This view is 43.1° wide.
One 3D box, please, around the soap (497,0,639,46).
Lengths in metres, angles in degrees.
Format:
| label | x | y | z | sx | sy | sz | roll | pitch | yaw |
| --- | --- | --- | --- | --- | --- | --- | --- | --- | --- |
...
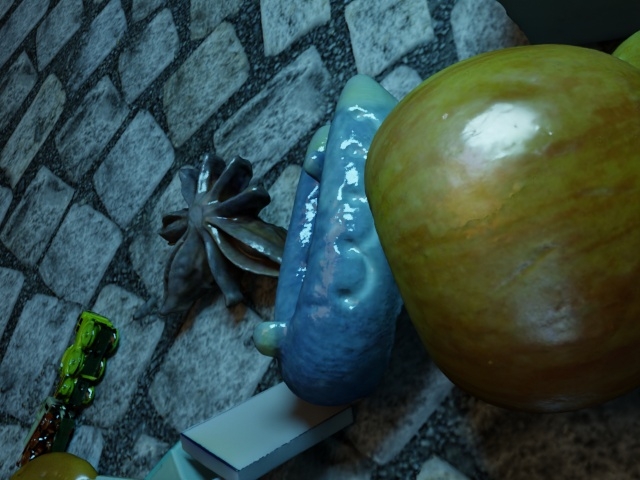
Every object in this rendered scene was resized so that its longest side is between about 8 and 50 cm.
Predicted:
| label | x | y | z | sx | sy | sz | roll | pitch | yaw |
| --- | --- | --- | --- | --- | --- | --- | --- | --- | --- |
| soap | 0.306 | -0.424 | 0.744 | 0.350 | 0.213 | 0.434 | -11 | 62 | 43 |

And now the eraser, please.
| label | x | y | z | sx | sy | sz | roll | pitch | yaw |
| --- | --- | --- | --- | --- | --- | --- | --- | --- | --- |
| eraser | -0.055 | 0.192 | 0.832 | 0.104 | 0.150 | 0.023 | 14 | 117 | 47 |

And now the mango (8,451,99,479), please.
| label | x | y | z | sx | sy | sz | roll | pitch | yaw |
| --- | --- | --- | --- | --- | --- | --- | --- | --- | --- |
| mango | -0.347 | 0.338 | 1.081 | 0.160 | 0.084 | 0.105 | 0 | 52 | 23 |

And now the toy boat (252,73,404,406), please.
| label | x | y | z | sx | sy | sz | roll | pitch | yaw |
| --- | --- | --- | --- | --- | --- | --- | --- | --- | --- |
| toy boat | 0.000 | 0.000 | 0.819 | 0.215 | 0.123 | 0.329 | 138 | 139 | -67 |

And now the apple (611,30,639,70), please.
| label | x | y | z | sx | sy | sz | roll | pitch | yaw |
| --- | --- | --- | --- | --- | --- | --- | --- | --- | --- |
| apple | 0.295 | -0.136 | 0.681 | 0.114 | 0.099 | 0.102 | -38 | 4 | -12 |

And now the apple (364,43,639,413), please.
| label | x | y | z | sx | sy | sz | roll | pitch | yaw |
| --- | --- | --- | --- | --- | --- | --- | --- | --- | --- |
| apple | 0.166 | -0.013 | 0.625 | 0.233 | 0.286 | 0.286 | -23 | 51 | 6 |

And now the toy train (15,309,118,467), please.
| label | x | y | z | sx | sy | sz | roll | pitch | yaw |
| --- | --- | --- | --- | --- | --- | --- | --- | --- | --- |
| toy train | -0.370 | 0.228 | 1.182 | 0.085 | 0.053 | 0.249 | 21 | 85 | 56 |

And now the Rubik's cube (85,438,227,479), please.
| label | x | y | z | sx | sy | sz | roll | pitch | yaw |
| --- | --- | --- | --- | --- | --- | --- | --- | --- | --- |
| Rubik's cube | -0.158 | 0.320 | 0.806 | 0.265 | 0.224 | 0.213 | -54 | 39 | 17 |

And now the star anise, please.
| label | x | y | z | sx | sy | sz | roll | pitch | yaw |
| --- | --- | --- | --- | --- | --- | --- | --- | --- | --- |
| star anise | -0.128 | -0.006 | 1.033 | 0.258 | 0.111 | 0.198 | -26 | 68 | 41 |
